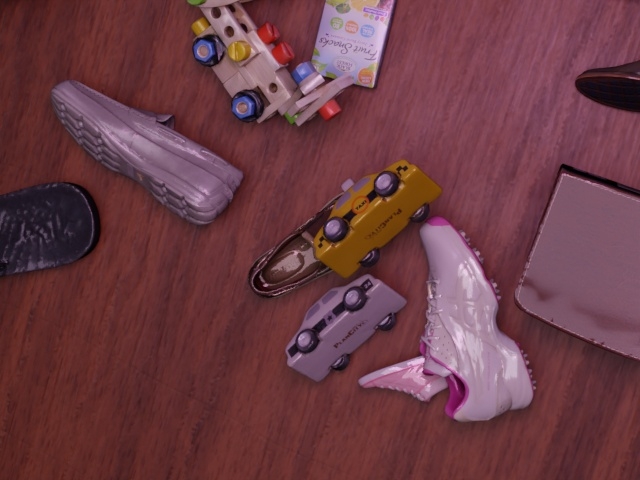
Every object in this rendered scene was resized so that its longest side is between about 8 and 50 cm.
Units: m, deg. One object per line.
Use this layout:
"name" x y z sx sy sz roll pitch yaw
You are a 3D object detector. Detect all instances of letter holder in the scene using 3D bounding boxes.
"letter holder" 0.440 0.045 1.801 0.302 0.152 0.214 20 100 8

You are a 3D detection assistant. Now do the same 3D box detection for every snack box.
"snack box" 0.049 -0.303 1.899 0.100 0.037 0.141 15 98 10

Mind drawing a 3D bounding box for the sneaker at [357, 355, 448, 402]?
"sneaker" 0.126 0.213 1.918 0.134 0.051 0.070 -18 86 7

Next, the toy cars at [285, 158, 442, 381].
"toy cars" 0.046 0.035 1.849 0.177 0.087 0.393 -8 133 -27

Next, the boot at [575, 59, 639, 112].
"boot" 0.475 -0.243 1.822 0.219 0.082 0.106 6 59 26

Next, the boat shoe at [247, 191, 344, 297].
"boat shoe" 0.005 0.007 1.901 0.257 0.095 0.095 -38 87 11

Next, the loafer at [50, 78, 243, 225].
"loafer" -0.262 -0.147 1.943 0.319 0.112 0.111 36 64 7

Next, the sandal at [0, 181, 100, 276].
"sandal" -0.561 0.011 1.997 0.446 0.107 0.167 -19 91 11

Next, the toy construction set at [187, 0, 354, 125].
"toy construction set" -0.073 -0.291 1.859 0.215 0.151 0.327 -36 73 25

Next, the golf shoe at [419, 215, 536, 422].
"golf shoe" 0.194 0.118 1.853 0.140 0.115 0.306 -23 89 -9
